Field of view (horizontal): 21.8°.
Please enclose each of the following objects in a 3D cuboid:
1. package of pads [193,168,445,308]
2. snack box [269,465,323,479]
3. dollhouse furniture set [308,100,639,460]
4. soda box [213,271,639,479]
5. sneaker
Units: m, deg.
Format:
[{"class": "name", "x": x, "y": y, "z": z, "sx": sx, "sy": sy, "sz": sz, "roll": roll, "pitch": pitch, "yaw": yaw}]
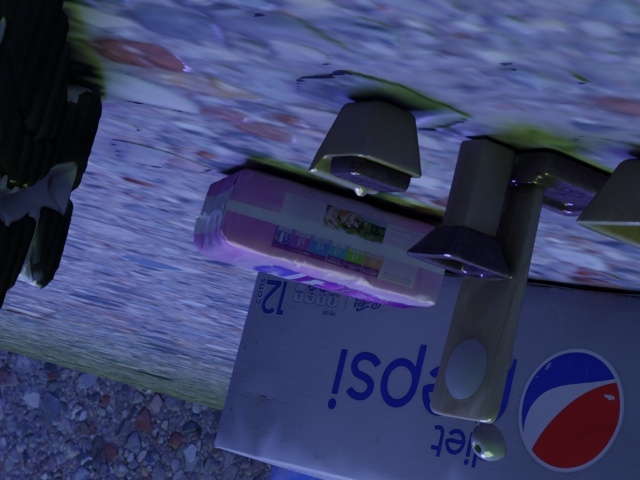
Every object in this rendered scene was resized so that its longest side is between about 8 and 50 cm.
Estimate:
[{"class": "package of pads", "x": 0.000, "y": 0.000, "z": 0.586, "sx": 0.083, "sy": 0.032, "sz": 0.050, "roll": 16, "pitch": 174, "yaw": -15}, {"class": "snack box", "x": 0.082, "y": 0.199, "z": 1.236, "sx": 0.207, "sy": 0.070, "sz": 0.174, "roll": 20, "pitch": 152, "yaw": -14}, {"class": "dollhouse furniture set", "x": 0.058, "y": 0.015, "z": 0.408, "sx": 0.091, "sy": 0.081, "sz": 0.114, "roll": 19, "pitch": 170, "yaw": -33}, {"class": "soda box", "x": 0.088, "y": 0.072, "z": 0.697, "sx": 0.286, "sy": 0.098, "sz": 0.091, "roll": 5, "pitch": 168, "yaw": 45}, {"class": "sneaker", "x": -0.115, "y": -0.027, "z": 0.429, "sx": 0.094, "sy": 0.081, "sz": 0.208, "roll": 17, "pitch": 172, "yaw": -2}]
